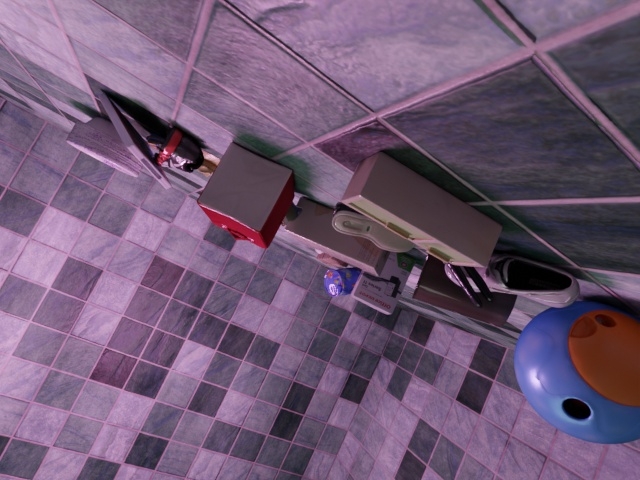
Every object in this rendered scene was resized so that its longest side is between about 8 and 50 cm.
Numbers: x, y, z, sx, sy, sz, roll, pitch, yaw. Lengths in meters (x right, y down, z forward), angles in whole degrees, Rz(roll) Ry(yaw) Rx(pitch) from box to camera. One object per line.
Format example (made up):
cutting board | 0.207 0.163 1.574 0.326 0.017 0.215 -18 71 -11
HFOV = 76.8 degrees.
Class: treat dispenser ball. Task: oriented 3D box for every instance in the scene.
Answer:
treat dispenser ball | 0.573 0.274 0.864 0.288 0.288 0.288 25 173 4

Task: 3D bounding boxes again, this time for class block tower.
block tower | 0.065 0.068 1.920 0.090 0.097 0.335 27 174 -9

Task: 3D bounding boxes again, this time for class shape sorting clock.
shape sorting clock | -0.524 -0.315 1.451 0.206 0.040 0.206 26 173 3

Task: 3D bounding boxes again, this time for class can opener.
can opener | 0.294 0.054 0.846 0.073 0.059 0.186 14 -129 -64

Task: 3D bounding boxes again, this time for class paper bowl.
paper bowl | -0.844 -0.385 1.631 0.284 0.148 0.284 25 172 4

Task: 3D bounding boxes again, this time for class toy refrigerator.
toy refrigerator | 0.180 -0.045 0.733 0.269 0.094 0.102 27 172 -15

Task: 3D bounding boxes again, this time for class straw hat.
straw hat | -0.379 -0.247 1.350 0.144 0.061 0.144 26 172 4

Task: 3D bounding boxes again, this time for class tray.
tray | 0.467 0.192 1.666 0.145 0.030 0.270 28 172 -25

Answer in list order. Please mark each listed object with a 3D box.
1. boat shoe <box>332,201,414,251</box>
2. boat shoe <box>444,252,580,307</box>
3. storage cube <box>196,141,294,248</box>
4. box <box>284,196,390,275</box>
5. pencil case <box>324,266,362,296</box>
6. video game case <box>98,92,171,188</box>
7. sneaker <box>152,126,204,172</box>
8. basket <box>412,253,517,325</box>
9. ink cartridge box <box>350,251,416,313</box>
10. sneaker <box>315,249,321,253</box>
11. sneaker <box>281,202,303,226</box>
boat shoe | 0.143 -0.039 1.060 0.233 0.084 0.079 20 -148 -10
boat shoe | 0.387 0.070 0.846 0.267 0.096 0.088 19 166 38
storage cube | -0.190 -0.112 1.091 0.183 0.215 0.193 26 167 4
box | 0.061 -0.012 1.262 0.311 0.121 0.148 24 173 18
pencil case | 0.167 0.180 1.819 0.306 0.119 0.133 -2 -153 -36
video game case | -0.573 -0.300 1.269 0.204 0.025 0.285 56 172 15
sneaker | -0.439 -0.263 1.262 0.135 0.098 0.276 30 167 -23
basket | 0.370 0.118 1.041 0.226 0.154 0.204 21 173 13
ink cartridge box | 0.216 0.133 1.403 0.153 0.209 0.087 25 172 3
sneaker | 0.000 0.000 1.805 0.094 0.080 0.212 38 164 -5
sneaker | -0.127 -0.136 1.241 0.192 0.086 0.064 54 163 19
